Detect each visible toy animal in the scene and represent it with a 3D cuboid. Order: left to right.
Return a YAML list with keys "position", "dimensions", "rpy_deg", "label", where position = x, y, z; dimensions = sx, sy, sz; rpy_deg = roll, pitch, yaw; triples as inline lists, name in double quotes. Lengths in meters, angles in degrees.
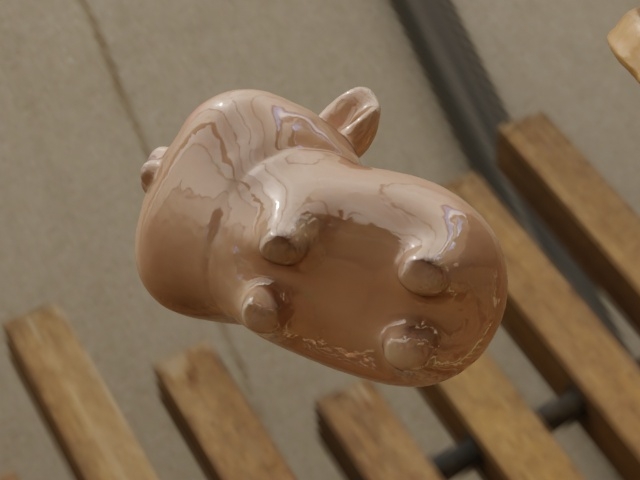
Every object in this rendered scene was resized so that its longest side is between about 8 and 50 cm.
- position: [0.000, 0.000, 1.516]
  dimensions: [0.269, 0.326, 0.237]
  rpy_deg: [-43, -25, -77]
  label: "toy animal"

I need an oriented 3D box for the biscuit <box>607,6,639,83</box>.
- position: [0.392, -0.087, 1.599]
  dimensions: [0.057, 0.351, 0.312]
  rpy_deg: [-54, -23, 17]
  label: "biscuit"
